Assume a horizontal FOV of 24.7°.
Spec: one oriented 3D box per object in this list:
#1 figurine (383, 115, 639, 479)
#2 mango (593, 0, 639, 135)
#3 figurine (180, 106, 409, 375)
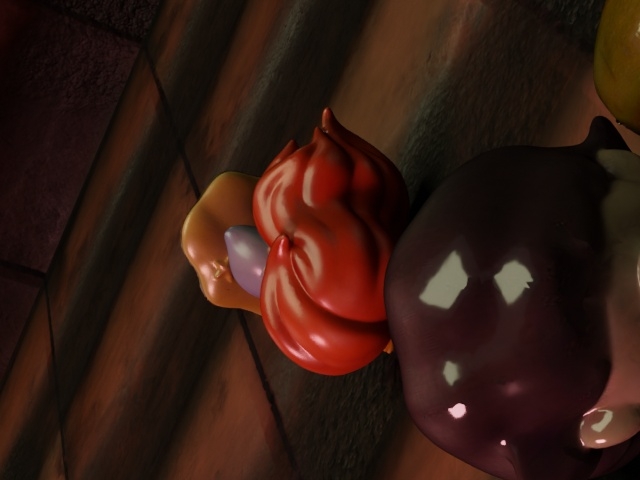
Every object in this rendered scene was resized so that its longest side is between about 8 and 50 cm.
[{"bbox_3d":[0.203,0.021,0.846,0.365,0.206,0.218,-18,83,38],"label":"figurine"},{"bbox_3d":[0.256,-0.180,0.916,0.253,0.113,0.138,-65,16,-3],"label":"mango"},{"bbox_3d":[-0.008,0.001,1.344,0.208,0.181,0.257,-46,24,-15],"label":"figurine"}]
